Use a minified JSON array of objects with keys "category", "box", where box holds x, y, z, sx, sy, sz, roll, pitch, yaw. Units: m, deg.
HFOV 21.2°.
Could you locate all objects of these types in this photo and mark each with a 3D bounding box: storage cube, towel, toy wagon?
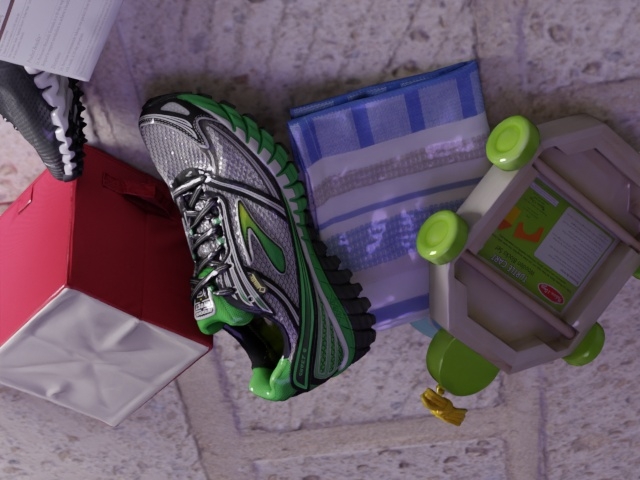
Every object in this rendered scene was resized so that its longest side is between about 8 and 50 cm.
[{"category":"storage cube","box":[-0.236,0.049,1.794,0.184,0.193,0.215,26,133,-31]},{"category":"towel","box":[0.087,-0.035,1.758,0.209,0.034,0.285,-16,123,-4]},{"category":"toy wagon","box":[0.209,0.035,1.778,0.267,0.068,0.344,35,94,-36]}]

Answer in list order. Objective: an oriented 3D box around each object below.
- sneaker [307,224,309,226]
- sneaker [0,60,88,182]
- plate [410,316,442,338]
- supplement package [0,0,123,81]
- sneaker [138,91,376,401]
[{"category":"sneaker","box":[-0.001,0.002,1.825,0.170,0.089,0.051,6,143,-25]},{"category":"sneaker","box":[-0.293,-0.148,1.649,0.106,0.078,0.234,-5,137,7]},{"category":"plate","box":[0.187,0.072,1.983,0.188,0.024,0.188,-1,140,-1]},{"category":"supplement package","box":[-0.294,-0.254,1.468,0.244,0.139,0.134,12,139,-18]},{"category":"sneaker","box":[-0.079,0.005,1.705,0.134,0.146,0.343,-18,107,54]}]
